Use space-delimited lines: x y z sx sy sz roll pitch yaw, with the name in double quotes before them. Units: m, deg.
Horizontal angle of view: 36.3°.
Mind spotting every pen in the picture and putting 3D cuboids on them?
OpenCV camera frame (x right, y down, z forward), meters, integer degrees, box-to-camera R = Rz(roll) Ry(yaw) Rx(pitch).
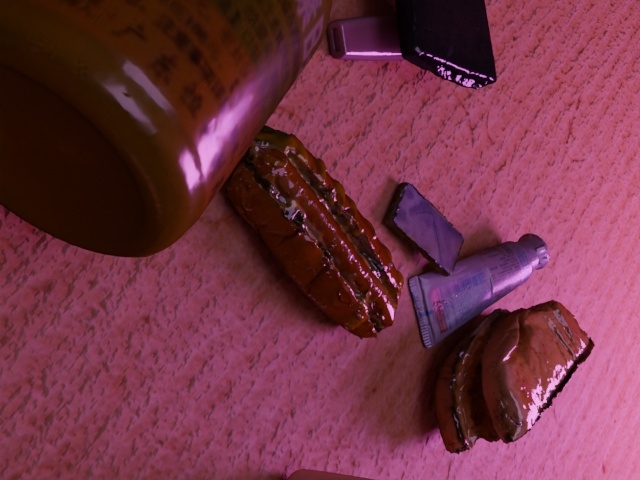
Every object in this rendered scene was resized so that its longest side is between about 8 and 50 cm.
"pen" 0.081 -0.231 1.109 0.197 0.032 0.053 -13 96 -46

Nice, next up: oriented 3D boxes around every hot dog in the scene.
"hot dog" 0.000 0.000 0.975 0.269 0.072 0.115 49 61 -36

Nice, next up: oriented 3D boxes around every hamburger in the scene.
"hamburger" 0.223 0.157 1.195 0.262 0.124 0.130 -34 95 -49

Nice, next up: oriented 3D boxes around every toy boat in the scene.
"toy boat" 0.123 -0.013 1.140 0.115 0.016 0.063 42 55 -29

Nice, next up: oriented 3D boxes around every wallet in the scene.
"wallet" 0.129 -0.341 1.133 0.170 0.044 0.321 8 71 -47

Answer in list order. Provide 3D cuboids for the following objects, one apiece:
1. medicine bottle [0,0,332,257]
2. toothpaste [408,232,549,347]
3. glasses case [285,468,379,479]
"medicine bottle" -0.107 -0.192 0.746 0.224 0.224 0.384 54 50 -32
"toothpaste" 0.199 0.051 1.216 0.234 0.057 0.089 -24 103 -40
"glasses case" 0.071 0.375 0.977 0.076 0.144 0.336 -49 122 -38
